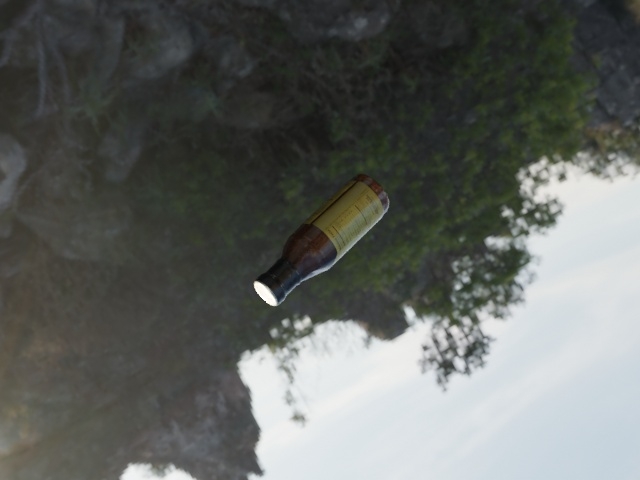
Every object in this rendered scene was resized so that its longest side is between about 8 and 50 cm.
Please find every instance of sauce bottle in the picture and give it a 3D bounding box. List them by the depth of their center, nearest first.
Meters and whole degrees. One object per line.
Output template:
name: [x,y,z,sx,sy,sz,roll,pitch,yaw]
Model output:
sauce bottle: [0.000,0.000,0.786,0.128,0.042,0.042,-42,-172,-23]
